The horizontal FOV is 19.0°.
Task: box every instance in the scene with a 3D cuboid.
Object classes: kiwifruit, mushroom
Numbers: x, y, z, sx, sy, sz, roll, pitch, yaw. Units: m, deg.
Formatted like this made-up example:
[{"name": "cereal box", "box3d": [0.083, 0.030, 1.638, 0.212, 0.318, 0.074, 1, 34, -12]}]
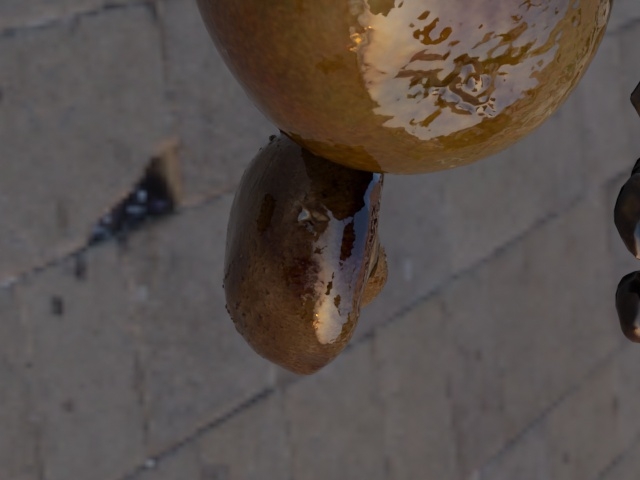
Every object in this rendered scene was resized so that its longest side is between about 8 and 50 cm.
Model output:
[{"name": "kiwifruit", "box3d": [0.030, -0.147, 0.851, 0.196, 0.196, 0.234, 47, 24, -52]}, {"name": "mushroom", "box3d": [0.000, 0.000, 0.921, 0.127, 0.087, 0.127, -169, -90, -75]}]

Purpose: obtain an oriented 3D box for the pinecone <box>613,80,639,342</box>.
[{"name": "pinecone", "box3d": [0.175, -0.012, 0.551, 0.207, 0.207, 0.208, 3, 87, -62]}]
